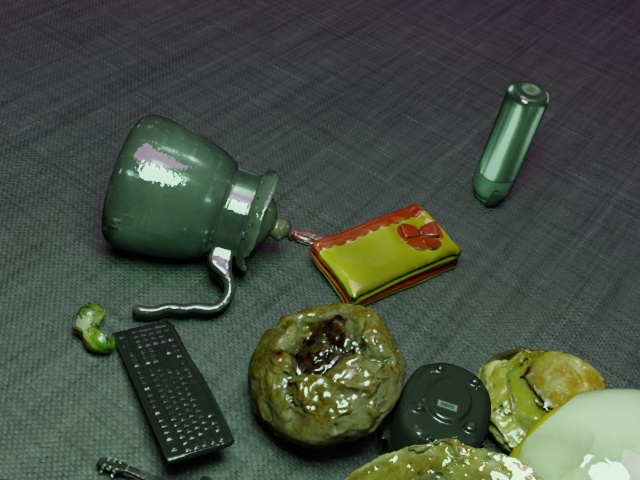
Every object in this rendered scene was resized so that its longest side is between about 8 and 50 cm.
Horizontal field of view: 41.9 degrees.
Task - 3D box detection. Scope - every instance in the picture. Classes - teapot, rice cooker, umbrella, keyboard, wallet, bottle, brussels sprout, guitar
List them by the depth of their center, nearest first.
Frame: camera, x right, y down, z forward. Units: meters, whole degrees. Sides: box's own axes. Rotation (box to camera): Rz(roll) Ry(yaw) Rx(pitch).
[{"bbox_3d":[-0.177,0.323,1.058,0.233,0.025,0.088,19,41,9],"label":"guitar"},{"bbox_3d":[-0.187,0.232,1.120,0.103,0.041,0.381,-12,42,-24],"label":"keyboard"},{"bbox_3d":[0.160,0.256,1.140,0.142,0.118,0.203,18,38,6],"label":"rice cooker"},{"bbox_3d":[-0.332,0.130,1.218,0.051,0.046,0.083,-24,52,-9],"label":"brussels sprout"},{"bbox_3d":[-0.188,-0.035,1.315,0.285,0.223,0.305,17,38,-5],"label":"teapot"},{"bbox_3d":[0.112,0.018,1.418,0.241,0.067,0.141,-21,61,-30],"label":"wallet"},{"bbox_3d":[0.000,0.000,1.456,0.165,0.025,0.027,13,24,-1],"label":"umbrella"},{"bbox_3d":[0.349,-0.171,1.552,0.079,0.253,0.096,9,44,-5],"label":"bottle"}]

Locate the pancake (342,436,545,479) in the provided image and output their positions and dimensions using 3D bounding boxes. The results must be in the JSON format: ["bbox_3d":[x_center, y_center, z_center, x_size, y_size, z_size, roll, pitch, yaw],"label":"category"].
[{"bbox_3d":[0.139,0.386,0.901,0.356,0.065,0.356,-5,76,19],"label":"pancake"}]

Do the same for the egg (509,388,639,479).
[{"bbox_3d":[0.393,0.320,1.006,0.345,0.283,0.283,0,43,-19],"label":"egg"}]

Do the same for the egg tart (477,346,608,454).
[{"bbox_3d":[0.345,0.235,1.222,0.241,0.106,0.241,9,42,-8],"label":"egg tart"}]

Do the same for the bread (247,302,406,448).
[{"bbox_3d":[0.005,0.174,1.150,0.230,0.123,0.230,-12,33,8],"label":"bread"}]
